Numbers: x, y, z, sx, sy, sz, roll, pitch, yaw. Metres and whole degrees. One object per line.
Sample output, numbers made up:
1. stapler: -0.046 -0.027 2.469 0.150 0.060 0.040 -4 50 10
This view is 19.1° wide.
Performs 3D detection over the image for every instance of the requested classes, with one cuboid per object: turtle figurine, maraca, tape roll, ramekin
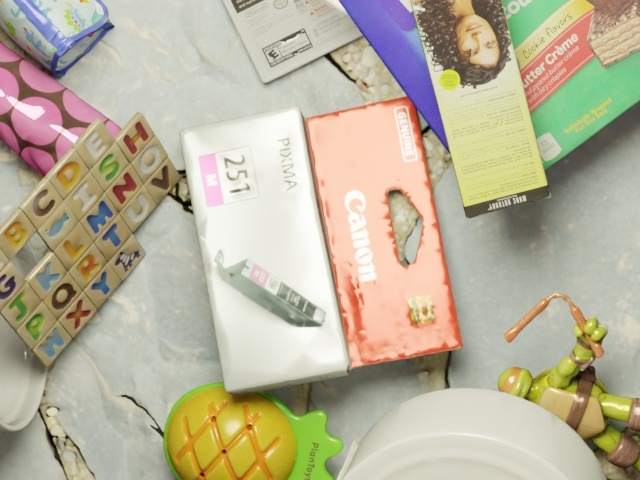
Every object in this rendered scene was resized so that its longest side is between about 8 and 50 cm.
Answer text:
1. turtle figurine: 0.262 0.185 1.936 0.217 0.087 0.270 23 116 3
2. maraca: -0.070 0.212 1.948 0.185 0.099 0.127 11 99 7
3. tape roll: 0.149 0.293 1.906 0.286 0.100 0.286 5 115 12
4. ramekin: -0.359 0.093 1.907 0.109 0.207 0.207 -4 96 13

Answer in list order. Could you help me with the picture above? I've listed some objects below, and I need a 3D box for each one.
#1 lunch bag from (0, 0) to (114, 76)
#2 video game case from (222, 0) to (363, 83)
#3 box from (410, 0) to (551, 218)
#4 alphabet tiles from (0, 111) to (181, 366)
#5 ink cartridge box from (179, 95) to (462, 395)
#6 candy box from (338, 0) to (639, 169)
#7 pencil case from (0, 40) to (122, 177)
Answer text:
1. lunch bag: -0.281 -0.235 1.887 0.096 0.151 0.129 -44 92 7
2. video game case: -0.011 -0.278 1.932 0.190 0.022 0.173 -26 95 7
3. box: 0.148 -0.143 1.789 0.087 0.058 0.232 -16 105 5
4. alphabet tiles: -0.234 -0.009 1.894 0.009 0.198 0.237 30 72 32
5. ink cartridge box: 0.000 0.000 1.911 0.238 0.060 0.275 -12 81 6
6. candy box: 0.178 -0.241 1.859 0.268 0.122 0.317 -36 100 6
7. pencil case: -0.298 -0.124 1.934 0.209 0.098 0.095 39 65 1
